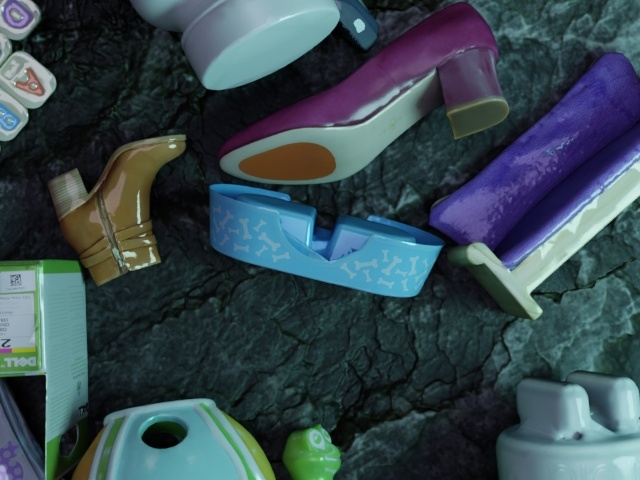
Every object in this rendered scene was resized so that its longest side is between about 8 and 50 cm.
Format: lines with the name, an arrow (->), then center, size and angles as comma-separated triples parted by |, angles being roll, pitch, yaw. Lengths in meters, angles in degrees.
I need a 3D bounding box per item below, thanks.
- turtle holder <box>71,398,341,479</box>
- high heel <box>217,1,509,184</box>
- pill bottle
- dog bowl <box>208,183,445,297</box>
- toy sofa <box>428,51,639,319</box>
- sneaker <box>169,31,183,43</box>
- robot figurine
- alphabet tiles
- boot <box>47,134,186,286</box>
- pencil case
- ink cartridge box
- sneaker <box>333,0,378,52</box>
turtle holder -> -0.142, 0.303, 0.986 | 0.320, 0.243, 0.227 | -14, 71, 8
high heel -> 0.045, -0.189, 1.092 | 0.377, 0.127, 0.181 | -11, 59, 3
pill bottle -> -0.147, -0.388, 0.939 | 0.229, 0.229, 0.408 | -28, 87, -1
dog bowl -> 0.000, 0.000, 1.040 | 0.297, 0.166, 0.074 | 14, 100, 0
toy sofa -> 0.316, -0.081, 1.045 | 0.362, 0.150, 0.177 | -41, 90, -2
sneaker -> -0.200, -0.373, 1.078 | 0.106, 0.101, 0.267 | -28, 89, -4
robot figurine -> 0.317, 0.338, 1.003 | 0.299, 0.200, 0.354 | -4, 88, -15
alphabet tiles -> -0.497, -0.231, 1.068 | 0.278, 0.021, 0.284 | 41, 91, -16
boot -> -0.237, -0.041, 1.084 | 0.197, 0.073, 0.152 | -25, 91, 5
pencil case -> -0.404, 0.260, 1.041 | 0.124, 0.113, 0.273 | -34, 85, 35
ink cartridge box -> -0.349, 0.151, 1.012 | 0.097, 0.189, 0.255 | -2, 88, -1
sneaker -> -0.002, -0.393, 1.074 | 0.131, 0.112, 0.319 | -37, 90, 1
